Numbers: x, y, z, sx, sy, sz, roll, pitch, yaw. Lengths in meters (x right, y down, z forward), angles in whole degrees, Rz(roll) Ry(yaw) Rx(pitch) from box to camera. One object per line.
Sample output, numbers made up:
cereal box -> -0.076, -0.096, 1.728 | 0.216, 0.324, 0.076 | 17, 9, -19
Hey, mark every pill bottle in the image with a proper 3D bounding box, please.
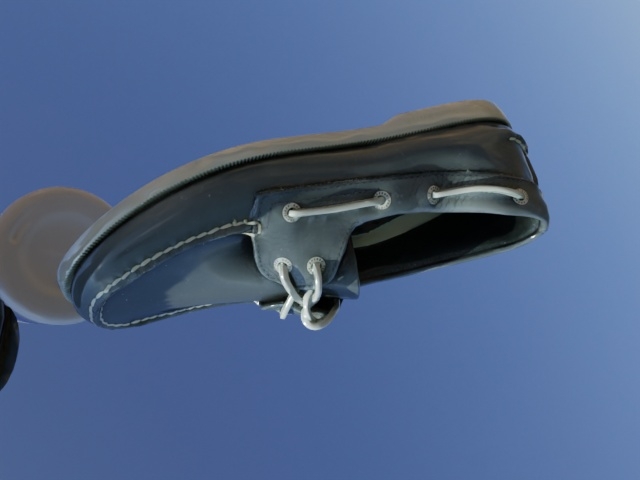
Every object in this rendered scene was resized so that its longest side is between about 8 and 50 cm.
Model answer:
pill bottle -> -0.251, 0.020, 0.565 | 0.112, 0.186, 0.112 | 4, -97, -34

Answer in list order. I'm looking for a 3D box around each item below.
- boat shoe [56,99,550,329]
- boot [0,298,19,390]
boat shoe -> 0.000, 0.000, 0.398 | 0.319, 0.116, 0.099 | -19, -116, -13
boot -> -0.321, 0.038, 0.324 | 0.246, 0.207, 0.094 | 53, -144, -64
